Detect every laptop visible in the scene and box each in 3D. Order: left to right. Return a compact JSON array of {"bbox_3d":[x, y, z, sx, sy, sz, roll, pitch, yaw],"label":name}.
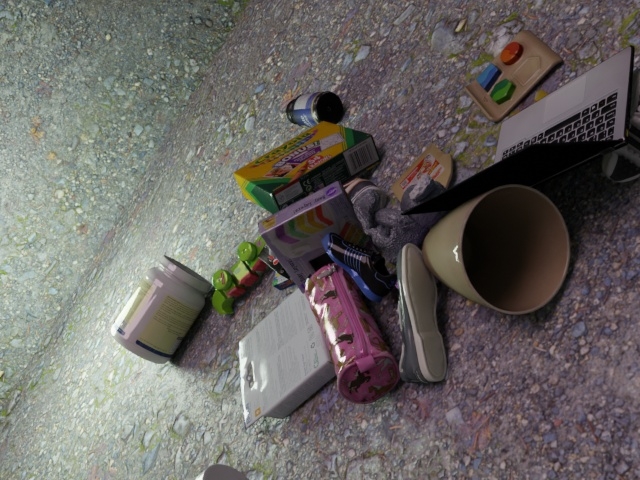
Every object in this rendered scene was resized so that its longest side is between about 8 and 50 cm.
[{"bbox_3d":[0.411,-0.226,1.450,0.382,0.236,0.407,-29,37,55],"label":"laptop"}]

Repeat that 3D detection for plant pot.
[{"bbox_3d":[0.337,0.019,1.476,0.256,0.256,0.274,-63,17,-10],"label":"plant pot"}]

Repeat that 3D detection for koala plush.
[{"bbox_3d":[0.233,-0.063,1.719,0.221,0.196,0.203,-40,44,20],"label":"koala plush"}]

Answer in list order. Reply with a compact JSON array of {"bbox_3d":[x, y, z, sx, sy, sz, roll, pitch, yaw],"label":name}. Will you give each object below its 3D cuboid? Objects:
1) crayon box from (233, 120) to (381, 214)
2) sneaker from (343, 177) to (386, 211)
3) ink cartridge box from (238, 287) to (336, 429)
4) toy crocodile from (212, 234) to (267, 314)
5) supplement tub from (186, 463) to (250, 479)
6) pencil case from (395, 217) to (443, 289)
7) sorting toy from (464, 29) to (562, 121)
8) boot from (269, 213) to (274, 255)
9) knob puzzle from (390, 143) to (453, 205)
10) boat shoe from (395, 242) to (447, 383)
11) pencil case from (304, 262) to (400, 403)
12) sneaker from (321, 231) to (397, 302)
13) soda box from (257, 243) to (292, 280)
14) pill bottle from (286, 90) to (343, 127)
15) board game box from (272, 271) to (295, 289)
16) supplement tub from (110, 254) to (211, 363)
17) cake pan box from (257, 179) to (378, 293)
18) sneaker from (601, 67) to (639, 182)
[{"bbox_3d":[-0.048,-0.229,2.152,0.363,0.106,0.313,-32,29,-16],"label":"crayon box"},{"bbox_3d":[0.042,-0.050,2.002,0.321,0.126,0.127,-41,38,1],"label":"sneaker"},{"bbox_3d":[-0.092,0.314,1.907,0.330,0.071,0.324,-44,34,23],"label":"ink cartridge box"},{"bbox_3d":[-0.240,0.099,2.251,0.340,0.115,0.105,-48,60,13],"label":"toy crocodile"},{"bbox_3d":[-0.304,0.727,1.661,0.331,0.241,0.241,-48,33,12],"label":"supplement tub"},{"bbox_3d":[0.262,0.051,1.660,0.206,0.088,0.086,-55,34,0],"label":"pencil case"},{"bbox_3d":[0.507,-0.413,1.789,0.229,0.041,0.307,-43,35,19],"label":"sorting toy"},{"bbox_3d":[-0.094,-0.037,2.123,0.258,0.123,0.095,-94,10,-51],"label":"boot"},{"bbox_3d":[0.288,-0.154,1.857,0.213,0.030,0.213,-33,39,31],"label":"knob puzzle"},{"bbox_3d":[0.202,0.165,1.561,0.099,0.116,0.319,-25,65,41],"label":"boat shoe"},{"bbox_3d":[0.072,0.215,1.687,0.160,0.167,0.386,-46,34,18],"label":"pencil case"},{"bbox_3d":[0.101,0.046,1.730,0.232,0.081,0.090,47,115,24],"label":"sneaker"},{"bbox_3d":[-0.129,0.063,2.120,0.060,0.053,0.169,-57,32,0],"label":"soda box"},{"bbox_3d":[-0.027,-0.461,2.452,0.219,0.123,0.122,10,70,56],"label":"pill bottle"},{"bbox_3d":[-0.059,0.061,2.115,0.201,0.035,0.136,-26,44,38],"label":"board game box"},{"bbox_3d":[-0.550,0.239,2.412,0.324,0.235,0.235,-57,33,-2],"label":"supplement tub"},{"bbox_3d":[0.000,0.000,1.842,0.246,0.267,0.070,-24,39,8],"label":"cake pan box"},{"bbox_3d":[0.648,-0.245,1.420,0.292,0.110,0.118,-60,19,-11],"label":"sneaker"}]
